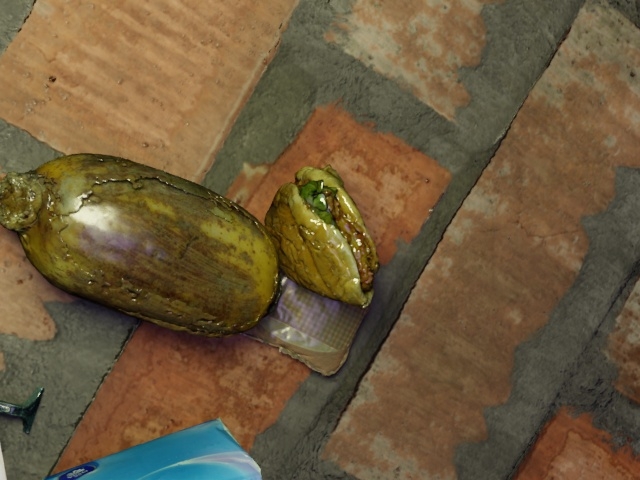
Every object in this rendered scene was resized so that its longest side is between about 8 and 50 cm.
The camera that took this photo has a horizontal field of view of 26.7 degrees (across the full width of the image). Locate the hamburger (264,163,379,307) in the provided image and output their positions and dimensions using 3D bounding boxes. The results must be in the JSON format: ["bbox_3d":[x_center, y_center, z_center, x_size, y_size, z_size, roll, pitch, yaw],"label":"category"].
[{"bbox_3d":[0.000,0.000,1.799,0.130,0.206,0.183,-28,105,-3],"label":"hamburger"}]

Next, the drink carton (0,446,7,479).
[{"bbox_3d":[-0.461,0.181,1.666,0.106,0.130,0.315,-11,97,-17],"label":"drink carton"}]

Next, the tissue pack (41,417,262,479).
[{"bbox_3d":[-0.217,0.362,1.795,0.263,0.198,0.146,-18,110,-17],"label":"tissue pack"}]

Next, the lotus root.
[{"bbox_3d":[-0.226,0.005,1.727,0.397,0.179,0.196,21,77,-29],"label":"lotus root"}]

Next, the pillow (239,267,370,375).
[{"bbox_3d":[-0.035,0.100,1.900,0.211,0.034,0.135,26,92,-24],"label":"pillow"}]

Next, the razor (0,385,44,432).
[{"bbox_3d":[-0.456,0.201,1.751,0.190,0.033,0.066,19,94,-24],"label":"razor"}]
